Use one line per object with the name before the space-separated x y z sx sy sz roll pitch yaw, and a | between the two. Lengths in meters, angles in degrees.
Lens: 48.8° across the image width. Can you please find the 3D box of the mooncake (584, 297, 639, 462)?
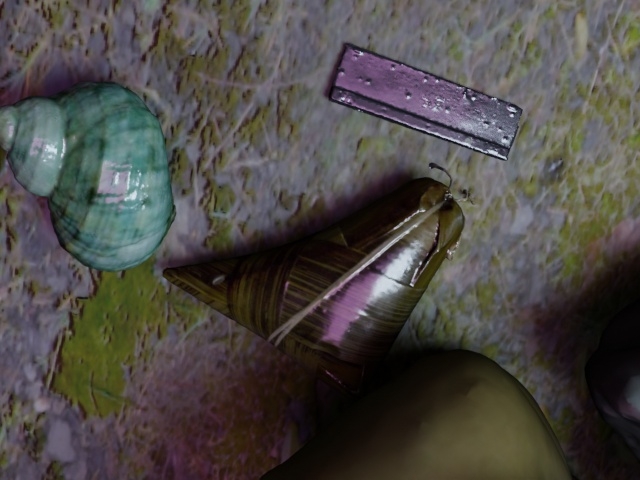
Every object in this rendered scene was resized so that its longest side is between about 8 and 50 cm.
mooncake | 0.441 0.198 0.641 0.212 0.350 0.381 -35 88 44

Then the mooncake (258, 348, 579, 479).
mooncake | 0.153 0.327 0.610 0.262 0.467 0.467 -34 103 7

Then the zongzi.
zongzi | 0.000 0.000 0.704 0.241 0.111 0.248 32 97 -3

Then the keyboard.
keyboard | 0.107 -0.137 0.712 0.195 0.018 0.060 19 96 -7

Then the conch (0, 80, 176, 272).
conch | -0.216 -0.061 0.670 0.175 0.122 0.188 -32 101 32
